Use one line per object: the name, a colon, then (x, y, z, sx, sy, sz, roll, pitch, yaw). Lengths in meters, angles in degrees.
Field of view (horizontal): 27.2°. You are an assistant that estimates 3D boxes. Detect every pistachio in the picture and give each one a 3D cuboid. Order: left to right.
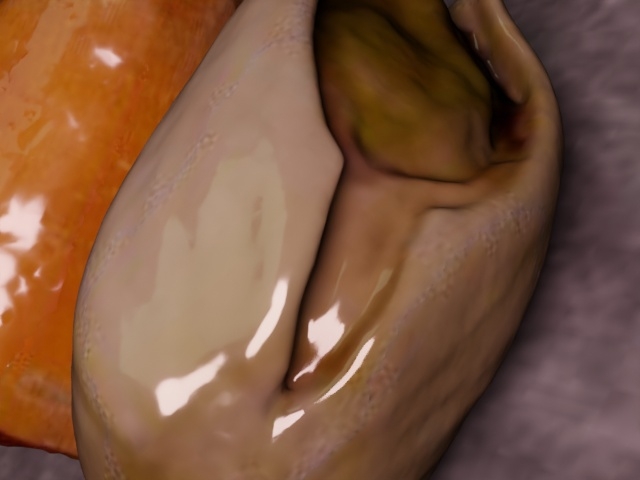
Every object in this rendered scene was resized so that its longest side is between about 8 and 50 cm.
pistachio: (0.000, 0.000, 0.444, 0.153, 0.137, 0.238, -15, 47, 63)

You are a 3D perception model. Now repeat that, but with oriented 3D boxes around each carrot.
carrot: (-0.102, -0.032, 0.527, 0.159, 0.159, 0.225, 24, 90, 54)
